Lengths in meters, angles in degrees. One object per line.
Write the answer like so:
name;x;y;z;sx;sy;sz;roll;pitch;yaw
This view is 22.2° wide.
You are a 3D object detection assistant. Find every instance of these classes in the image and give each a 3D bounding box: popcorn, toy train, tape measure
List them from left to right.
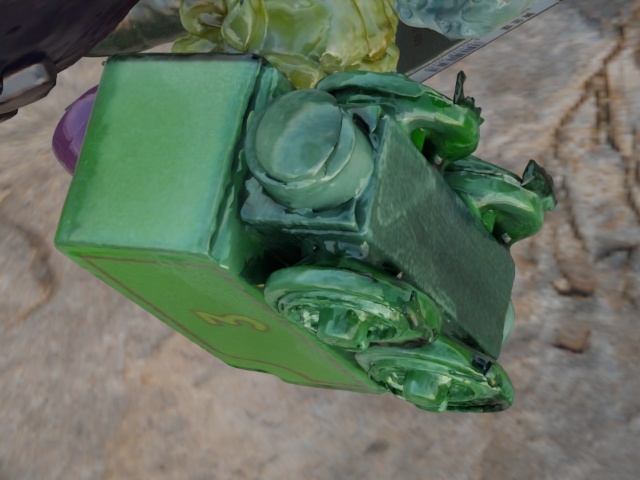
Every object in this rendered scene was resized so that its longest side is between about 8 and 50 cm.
tape measure;-0.214;-0.106;1.664;0.118;0.125;0.074;-41;68;-19
popcorn;-0.021;-0.121;0.985;0.135;0.141;0.162;-45;124;-3
toy train;0.000;0.000;0.797;0.188;0.243;0.132;4;70;29

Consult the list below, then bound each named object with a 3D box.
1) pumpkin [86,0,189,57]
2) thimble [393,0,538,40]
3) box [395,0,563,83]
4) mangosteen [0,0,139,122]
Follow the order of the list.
pumpkin;-0.184;-0.304;1.376;0.300;0.207;0.300;-1;127;-1
thimble;0.105;-0.249;1.172;0.149;0.211;0.185;-36;94;-18
box;0.188;-0.321;1.857;0.047;0.325;0.180;4;70;-38
mangosteen;-0.127;-0.129;0.364;0.194;0.194;0.230;-27;92;-6
